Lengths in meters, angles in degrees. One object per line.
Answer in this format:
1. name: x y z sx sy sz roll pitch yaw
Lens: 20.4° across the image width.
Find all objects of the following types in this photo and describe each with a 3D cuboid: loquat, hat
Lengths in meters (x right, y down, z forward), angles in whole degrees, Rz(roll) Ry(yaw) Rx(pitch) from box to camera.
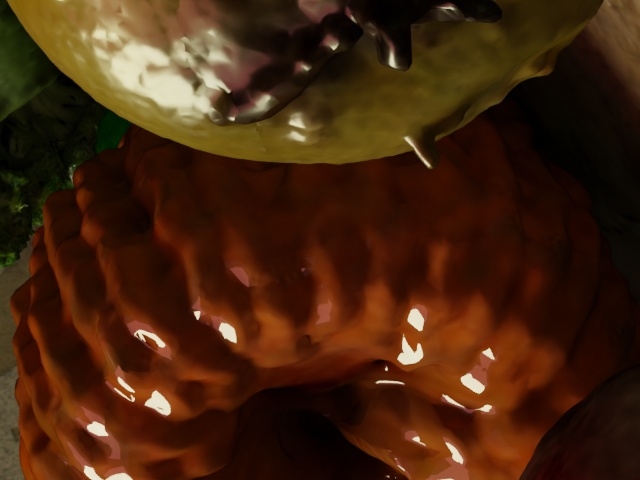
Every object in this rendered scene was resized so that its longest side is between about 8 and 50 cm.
1. loquat: -0.005 -0.111 0.459 0.149 0.172 0.204 95 169 -59
2. hat: 0.000 0.000 0.827 0.285 0.285 0.400 52 -162 -32

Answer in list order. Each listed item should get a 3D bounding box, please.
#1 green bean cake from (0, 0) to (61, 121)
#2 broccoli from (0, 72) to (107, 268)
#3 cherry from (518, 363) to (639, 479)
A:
1. green bean cake: -0.172 -0.157 0.739 0.248 0.222 0.125 34 163 37
2. broccoli: -0.252 -0.128 1.063 0.321 0.304 0.283 26 138 -12
3. cherry: 0.182 0.144 0.581 0.300 0.203 0.230 13 145 35
